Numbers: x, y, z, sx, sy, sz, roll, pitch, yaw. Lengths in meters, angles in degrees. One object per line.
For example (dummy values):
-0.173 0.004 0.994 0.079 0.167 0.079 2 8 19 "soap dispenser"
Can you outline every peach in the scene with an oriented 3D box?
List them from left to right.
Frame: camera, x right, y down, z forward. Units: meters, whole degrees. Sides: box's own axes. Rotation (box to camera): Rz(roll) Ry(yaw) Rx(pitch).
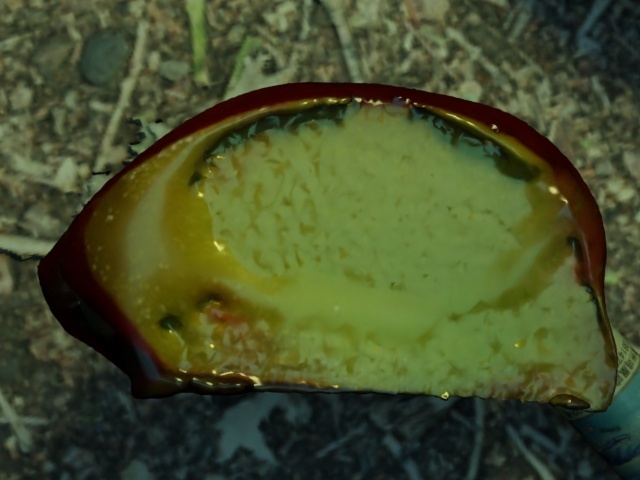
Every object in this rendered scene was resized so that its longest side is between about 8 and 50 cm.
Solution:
0.003 0.000 0.530 0.267 0.154 0.159 0 89 1 "peach"

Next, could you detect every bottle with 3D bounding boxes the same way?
0.207 0.133 0.594 0.060 0.060 0.217 -44 94 -6 "bottle"
